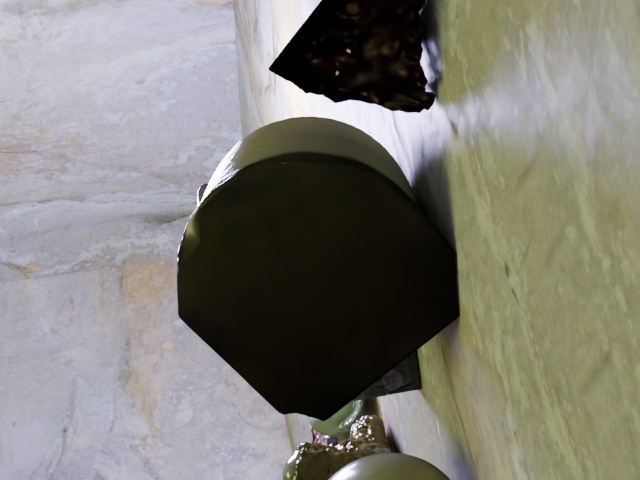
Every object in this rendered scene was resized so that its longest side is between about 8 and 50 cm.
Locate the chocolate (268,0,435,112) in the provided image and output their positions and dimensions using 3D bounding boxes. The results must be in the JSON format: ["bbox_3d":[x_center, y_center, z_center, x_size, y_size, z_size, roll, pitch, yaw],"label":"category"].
[{"bbox_3d":[0.074,-0.231,1.339,0.177,0.206,0.224,38,-169,-8],"label":"chocolate"}]

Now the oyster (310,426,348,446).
[{"bbox_3d":[0.024,0.418,2.387,0.271,0.100,0.275,-81,-17,-63],"label":"oyster"}]

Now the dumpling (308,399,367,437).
[{"bbox_3d":[0.047,0.301,2.146,0.108,0.152,0.219,40,164,-16],"label":"dumpling"}]

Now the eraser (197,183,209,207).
[{"bbox_3d":[-0.073,-0.033,1.985,0.359,0.272,0.122,124,135,-81],"label":"eraser"}]

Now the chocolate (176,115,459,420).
[{"bbox_3d":[0.000,0.000,1.491,0.326,0.314,0.297,45,-159,-9],"label":"chocolate"}]

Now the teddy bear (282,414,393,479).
[{"bbox_3d":[0.059,0.442,1.895,0.156,0.267,0.256,15,110,34],"label":"teddy bear"}]

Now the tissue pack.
[{"bbox_3d":[0.078,0.147,1.654,0.051,0.112,0.156,177,85,-81],"label":"tissue pack"}]

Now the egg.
[{"bbox_3d":[0.085,0.390,1.478,0.219,0.219,0.269,-106,13,-45],"label":"egg"}]
